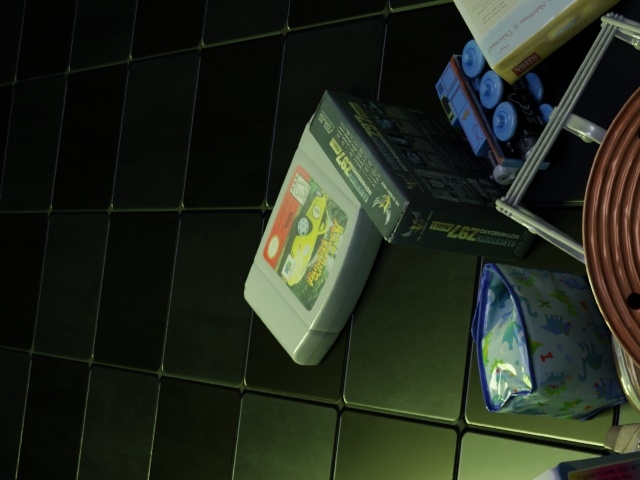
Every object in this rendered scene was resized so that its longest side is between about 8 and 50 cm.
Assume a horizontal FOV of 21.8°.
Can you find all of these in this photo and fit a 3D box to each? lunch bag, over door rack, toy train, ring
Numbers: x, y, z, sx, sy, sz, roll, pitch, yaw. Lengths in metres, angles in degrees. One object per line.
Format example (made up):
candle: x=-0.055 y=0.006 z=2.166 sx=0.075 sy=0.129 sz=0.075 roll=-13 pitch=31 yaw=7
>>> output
lunch bag: x=0.226 y=0.099 z=1.673 sx=0.096 sy=0.128 sz=0.151 roll=-33 pitch=56 yaw=49
over door rack: x=0.301 y=-0.079 z=1.551 sx=0.239 sy=0.108 sz=0.324 roll=-61 pitch=17 yaw=4
toy train: x=0.197 y=-0.143 z=1.833 sx=0.105 sy=0.080 sz=0.184 roll=-62 pitch=38 yaw=42
ring: x=0.384 y=-0.010 z=1.352 sx=0.032 sy=0.336 sz=0.337 roll=6 pitch=-96 yaw=-78

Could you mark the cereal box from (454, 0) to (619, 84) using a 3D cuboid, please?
cereal box: x=0.221 y=-0.305 z=1.807 sx=0.173 sy=0.047 sz=0.240 roll=-38 pitch=48 yaw=18

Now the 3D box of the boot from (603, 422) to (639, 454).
boot: x=0.307 y=0.232 z=1.599 sx=0.087 sy=0.042 sz=0.118 roll=14 pitch=101 yaw=50

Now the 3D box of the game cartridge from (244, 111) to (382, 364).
game cartridge: x=0.000 y=0.000 z=2.128 sx=0.196 sy=0.060 sz=0.294 roll=44 pitch=119 yaw=48

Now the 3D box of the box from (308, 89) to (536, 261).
box: x=0.112 y=-0.072 z=1.844 sx=0.059 sy=0.183 sz=0.233 roll=-64 pitch=37 yaw=25

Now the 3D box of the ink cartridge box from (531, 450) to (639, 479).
ink cartridge box: x=0.247 y=0.425 z=1.490 sx=0.270 sy=0.151 sz=0.395 roll=-42 pitch=60 yaw=43

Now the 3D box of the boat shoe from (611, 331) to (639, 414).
boat shoe: x=0.322 y=0.075 z=1.593 sx=0.072 sy=0.068 sz=0.190 roll=-25 pitch=61 yaw=40
